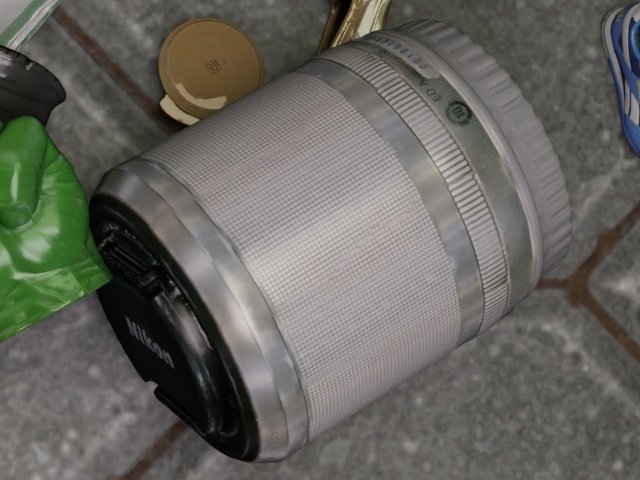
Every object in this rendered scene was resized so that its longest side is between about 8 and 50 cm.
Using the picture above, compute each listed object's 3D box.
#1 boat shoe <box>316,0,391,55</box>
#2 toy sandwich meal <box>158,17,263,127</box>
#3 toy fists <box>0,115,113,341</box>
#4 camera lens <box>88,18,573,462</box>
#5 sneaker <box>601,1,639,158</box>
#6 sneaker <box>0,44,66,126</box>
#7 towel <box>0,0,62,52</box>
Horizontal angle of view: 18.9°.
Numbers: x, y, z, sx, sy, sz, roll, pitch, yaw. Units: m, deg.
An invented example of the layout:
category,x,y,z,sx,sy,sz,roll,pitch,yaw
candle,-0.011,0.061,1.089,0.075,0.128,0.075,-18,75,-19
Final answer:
category,x,y,z,sx,sy,sz,roll,pitch,yaw
boat shoe,0.026,-0.181,1.401,0.045,0.050,0.135,14,77,-21
toy sandwich meal,-0.080,-0.117,1.370,0.086,0.029,0.085,4,75,-17
toy fists,-0.274,0.022,1.198,0.279,0.096,0.142,-28,94,13
camera lens,0.000,0.000,1.274,0.274,0.219,0.219,-31,92,-19
sneaker,0.258,-0.115,1.460,0.053,0.059,0.144,-20,89,-22
sneaker,-0.317,-0.093,1.255,0.286,0.109,0.130,17,86,-11
towel,-0.242,-0.212,1.335,0.152,0.023,0.113,40,71,-8
